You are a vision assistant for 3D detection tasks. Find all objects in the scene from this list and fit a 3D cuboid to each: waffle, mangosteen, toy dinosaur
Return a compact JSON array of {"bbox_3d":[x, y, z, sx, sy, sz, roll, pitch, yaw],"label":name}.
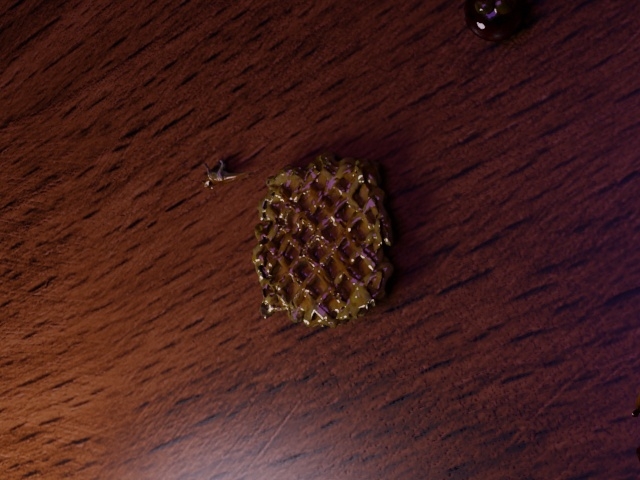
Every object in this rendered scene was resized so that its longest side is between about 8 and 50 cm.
[{"bbox_3d":[0.001,0.000,1.470,0.245,0.052,0.254,-10,78,36],"label":"waffle"},{"bbox_3d":[0.220,-0.294,1.325,0.081,0.081,0.081,-5,82,36],"label":"mangosteen"},{"bbox_3d":[-0.150,-0.107,1.605,0.113,0.026,0.041,-15,83,43],"label":"toy dinosaur"}]

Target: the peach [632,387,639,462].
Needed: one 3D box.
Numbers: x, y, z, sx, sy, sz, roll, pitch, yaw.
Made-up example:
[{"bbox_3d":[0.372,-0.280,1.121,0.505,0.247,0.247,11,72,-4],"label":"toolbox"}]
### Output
[{"bbox_3d":[0.480,0.110,0.946,0.353,0.339,0.416,4,83,4],"label":"peach"}]
